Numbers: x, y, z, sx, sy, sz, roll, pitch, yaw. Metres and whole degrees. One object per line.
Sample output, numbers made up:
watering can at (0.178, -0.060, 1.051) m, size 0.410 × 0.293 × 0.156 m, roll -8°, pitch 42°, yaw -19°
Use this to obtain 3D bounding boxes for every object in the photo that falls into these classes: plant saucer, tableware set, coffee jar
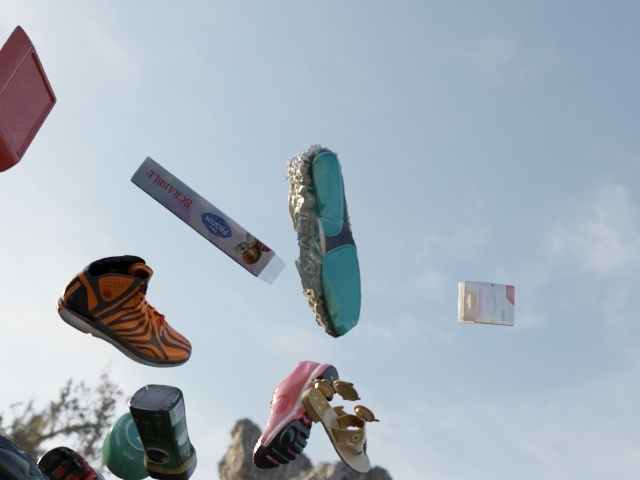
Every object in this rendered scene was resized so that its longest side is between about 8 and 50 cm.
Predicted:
plant saucer at (-0.708, -0.321, 1.745) m, size 0.048 × 0.259 × 0.258 m, roll 16°, pitch -28°, yaw 6°
tableware set at (0.054, 0.372, 1.712) m, size 0.141 × 0.020 × 0.168 m, roll -8°, pitch -57°, yaw 44°
coffee jar at (-0.286, 0.359, 1.373) m, size 0.096 × 0.079 × 0.184 m, roll 3°, pitch -63°, yaw 18°

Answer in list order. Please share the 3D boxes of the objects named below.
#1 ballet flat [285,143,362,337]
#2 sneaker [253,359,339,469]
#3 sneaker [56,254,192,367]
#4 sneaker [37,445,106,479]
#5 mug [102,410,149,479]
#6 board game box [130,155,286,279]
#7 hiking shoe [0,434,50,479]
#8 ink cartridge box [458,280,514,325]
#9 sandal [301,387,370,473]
ballet flat at (0.000, 0.000, 1.597) m, size 0.147 × 0.147 × 0.408 m, roll -2°, pitch -83°, yaw 35°
sneaker at (-0.081, 0.440, 1.908) m, size 0.136 × 0.314 × 0.116 m, roll 16°, pitch -31°, yaw 44°
sneaker at (-0.381, 0.149, 1.594) m, size 0.321 × 0.124 × 0.180 m, roll 30°, pitch -72°, yaw -31°
sneaker at (-0.428, 0.514, 1.423) m, size 0.276 × 0.098 × 0.135 m, roll 44°, pitch -20°, yaw 16°
mug at (-0.372, 0.400, 1.526) m, size 0.129 × 0.157 × 0.097 m, roll 11°, pitch -39°, yaw -23°
board game box at (-0.224, -0.030, 1.582) m, size 0.319 × 0.066 × 0.318 m, roll 37°, pitch -4°, yaw 5°
hiking shoe at (-0.380, 0.348, 0.852) m, size 0.113 × 0.132 × 0.304 m, roll 12°, pitch -57°, yaw 15°
ink cartridge box at (0.443, 0.173, 2.047) m, size 0.198 × 0.115 × 0.067 m, roll 9°, pitch -10°, yaw -34°
sandal at (0.061, 0.413, 1.641) m, size 0.079 × 0.088 × 0.240 m, roll -32°, pitch -77°, yaw 28°
